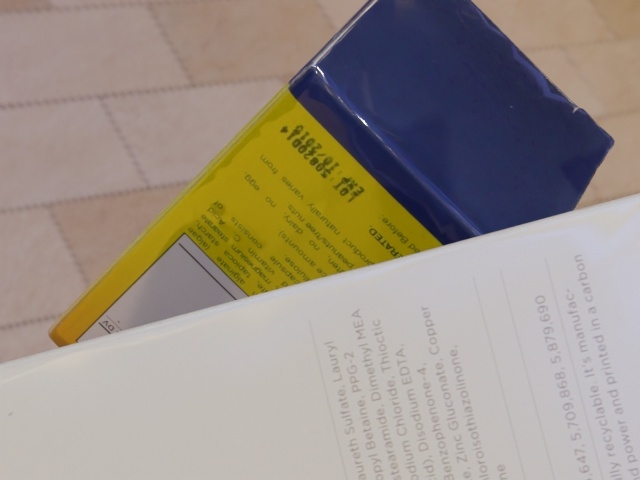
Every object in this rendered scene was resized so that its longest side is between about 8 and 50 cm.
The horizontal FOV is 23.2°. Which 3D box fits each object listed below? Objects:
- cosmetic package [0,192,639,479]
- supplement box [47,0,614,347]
[{"bbox_3d":[-0.009,0.103,0.650,0.217,0.385,0.156,22,56,-77],"label":"cosmetic package"},{"bbox_3d":[0.000,0.000,1.115,0.194,0.356,0.195,45,41,-5],"label":"supplement box"}]
